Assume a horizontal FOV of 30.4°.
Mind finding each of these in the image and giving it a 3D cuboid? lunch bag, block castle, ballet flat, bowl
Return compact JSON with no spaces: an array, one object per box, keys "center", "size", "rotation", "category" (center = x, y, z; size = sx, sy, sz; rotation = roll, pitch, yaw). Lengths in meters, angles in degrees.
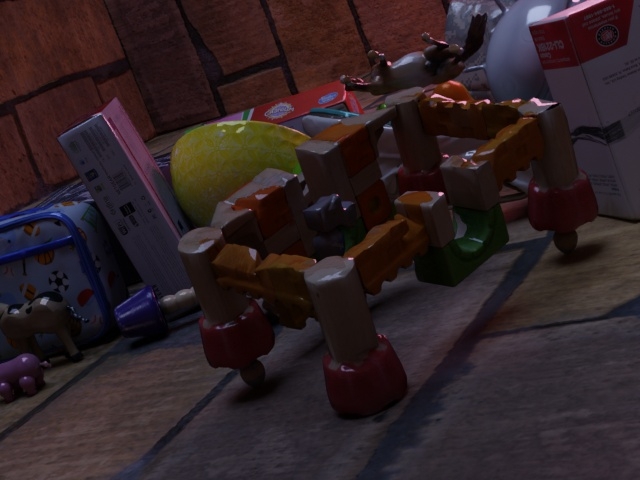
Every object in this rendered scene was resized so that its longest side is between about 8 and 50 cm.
[{"center":[0.374,-0.323,2.084],"size":[0.305,0.256,0.212],"rotation":[8,32,45],"category":"lunch bag"},{"center":[0.083,0.009,1.383],"size":[0.303,0.212,0.453],"rotation":[11,39,45],"category":"block castle"},{"center":[0.156,-0.114,1.712],"size":[0.400,0.139,0.139],"rotation":[7,21,16],"category":"ballet flat"},{"center":[-0.119,-0.062,2.003],"size":[0.289,0.289,0.156],"rotation":[-14,58,28],"category":"bowl"},{"center":[-0.471,0.065,1.903],"size":[0.303,0.243,0.115],"rotation":[-14,14,23],"category":"lunch bag"}]

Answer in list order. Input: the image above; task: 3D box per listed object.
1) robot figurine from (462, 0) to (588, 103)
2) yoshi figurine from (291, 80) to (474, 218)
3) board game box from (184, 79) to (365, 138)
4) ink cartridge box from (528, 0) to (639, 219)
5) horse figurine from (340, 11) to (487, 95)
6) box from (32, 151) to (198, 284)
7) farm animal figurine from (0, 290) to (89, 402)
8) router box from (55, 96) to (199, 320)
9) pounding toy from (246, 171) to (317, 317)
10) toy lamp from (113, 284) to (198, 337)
[{"center":[0.398,-0.251,1.749],"size":[0.353,0.300,0.200],"rotation":[19,9,-1],"category":"robot figurine"},{"center":[0.090,-0.131,1.906],"size":[0.203,0.203,0.362],"rotation":[7,38,45],"category":"yoshi figurine"},{"center":[-0.053,-0.142,2.124],"size":[0.317,0.242,0.064],"rotation":[-16,46,18],"category":"board game box"},{"center":[0.415,-0.187,1.514],"size":[0.197,0.272,0.114],"rotation":[-23,10,-12],"category":"ink cartridge box"},{"center":[0.145,-0.274,1.832],"size":[0.263,0.066,0.174],"rotation":[-17,-8,14],"category":"horse figurine"},{"center":[-0.403,-0.030,2.330],"size":[0.313,0.179,0.343],"rotation":[-16,14,13],"category":"box"},{"center":[-0.563,0.167,1.783],"size":[0.327,0.172,0.330],"rotation":[-6,19,48],"category":"farm animal figurine"},{"center":[-0.294,-0.061,1.933],"size":[0.082,0.335,0.301],"rotation":[-30,12,1],"category":"router box"},{"center":[0.000,0.000,1.669],"size":[0.154,0.155,0.269],"rotation":[-21,38,59],"category":"pounding toy"},{"center":[-0.175,0.077,1.777],"size":[0.275,0.080,0.080],"rotation":[-20,13,-7],"category":"toy lamp"}]
